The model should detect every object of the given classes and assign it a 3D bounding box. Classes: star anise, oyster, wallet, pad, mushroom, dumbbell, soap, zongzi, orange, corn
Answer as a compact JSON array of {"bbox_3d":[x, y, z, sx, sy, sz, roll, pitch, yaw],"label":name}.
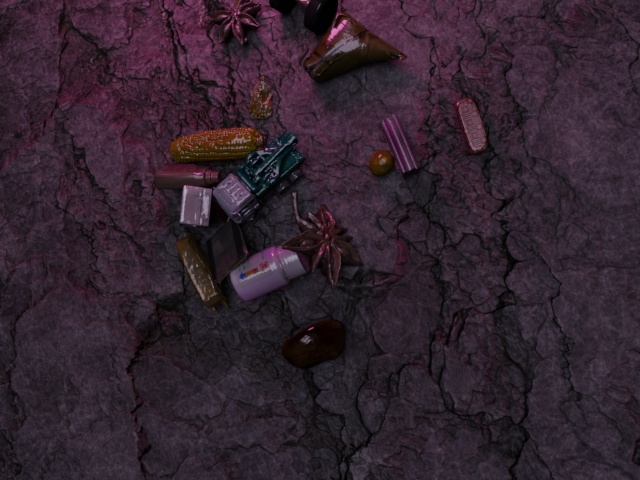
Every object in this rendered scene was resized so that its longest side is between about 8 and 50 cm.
[{"bbox_3d":[0.000,0.000,1.836,0.350,0.292,0.109,38,128,-10],"label":"star anise"},{"bbox_3d":[-0.218,-0.518,1.989,0.122,0.045,0.146,43,96,-3],"label":"oyster"},{"bbox_3d":[-0.310,-0.825,2.007,0.212,0.073,0.196,-17,79,13],"label":"star anise"},{"bbox_3d":[-0.339,-0.158,1.990,0.095,0.026,0.176,28,94,6],"label":"wallet"},{"bbox_3d":[-0.338,0.026,1.903,0.174,0.022,0.233,-40,43,18],"label":"pad"},{"bbox_3d":[-0.017,0.360,1.803,0.231,0.194,0.138,-34,79,18],"label":"mushroom"},{"bbox_3d":[-0.061,-0.863,1.919,0.218,0.152,0.152,34,93,12],"label":"dumbbell"},{"bbox_3d":[0.274,-0.320,1.827,0.066,0.122,0.203,-22,83,10],"label":"soap"},{"bbox_3d":[0.115,-0.626,1.886,0.289,0.123,0.260,40,99,7],"label":"zongzi"},{"bbox_3d":[0.213,-0.266,1.855,0.085,0.085,0.095,46,118,11],"label":"orange"},{"bbox_3d":[-0.382,-0.349,1.965,0.364,0.120,0.120,-6,85,12],"label":"corn"}]

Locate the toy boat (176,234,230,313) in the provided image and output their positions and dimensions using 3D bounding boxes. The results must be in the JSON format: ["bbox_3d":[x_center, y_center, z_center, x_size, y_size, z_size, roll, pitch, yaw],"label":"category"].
[{"bbox_3d":[-0.428,0.123,1.943,0.089,0.115,0.310,-33,78,7],"label":"toy boat"}]

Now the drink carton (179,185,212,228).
[{"bbox_3d":[-0.450,-0.114,1.905,0.102,0.222,0.134,4,87,-16],"label":"drink carton"}]

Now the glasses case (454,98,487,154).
[{"bbox_3d":[0.516,-0.389,1.819,0.073,0.049,0.194,-16,83,9],"label":"glasses case"}]

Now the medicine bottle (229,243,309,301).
[{"bbox_3d":[-0.178,0.104,1.875,0.255,0.152,0.152,-24,82,8],"label":"medicine bottle"}]

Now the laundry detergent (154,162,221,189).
[{"bbox_3d":[-0.467,-0.243,1.953,0.237,0.171,0.076,-1,115,11],"label":"laundry detergent"}]

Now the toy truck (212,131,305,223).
[{"bbox_3d":[-0.212,-0.229,1.879,0.363,0.178,0.176,-43,80,-2],"label":"toy truck"}]
